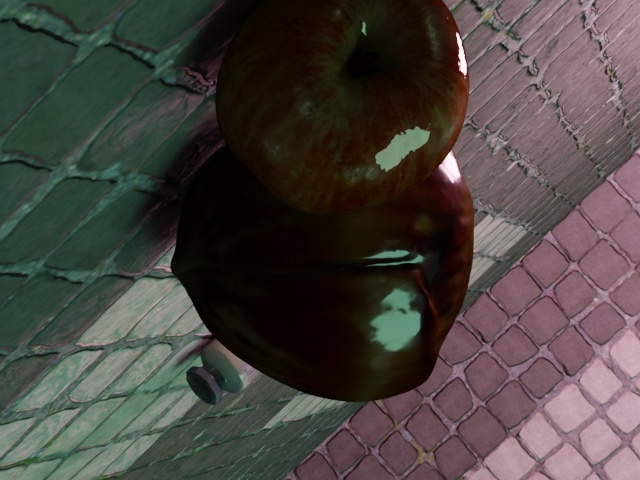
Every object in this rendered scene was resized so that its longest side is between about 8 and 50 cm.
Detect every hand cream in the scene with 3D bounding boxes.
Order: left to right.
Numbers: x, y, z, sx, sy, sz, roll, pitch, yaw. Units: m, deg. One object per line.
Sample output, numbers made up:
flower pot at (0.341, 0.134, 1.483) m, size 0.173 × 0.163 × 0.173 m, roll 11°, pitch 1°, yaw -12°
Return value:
hand cream at (-0.030, 0.072, 1.353) m, size 0.276 × 0.059 × 0.095 m, roll -40°, pitch 167°, yaw -31°

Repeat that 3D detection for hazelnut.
hazelnut at (0.000, 0.000, 0.906) m, size 0.229 × 0.229 × 0.229 m, roll -39°, pitch 167°, yaw -11°

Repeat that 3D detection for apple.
apple at (0.011, -0.085, 0.754) m, size 0.146 × 0.146 × 0.131 m, roll -37°, pitch 172°, yaw -22°
